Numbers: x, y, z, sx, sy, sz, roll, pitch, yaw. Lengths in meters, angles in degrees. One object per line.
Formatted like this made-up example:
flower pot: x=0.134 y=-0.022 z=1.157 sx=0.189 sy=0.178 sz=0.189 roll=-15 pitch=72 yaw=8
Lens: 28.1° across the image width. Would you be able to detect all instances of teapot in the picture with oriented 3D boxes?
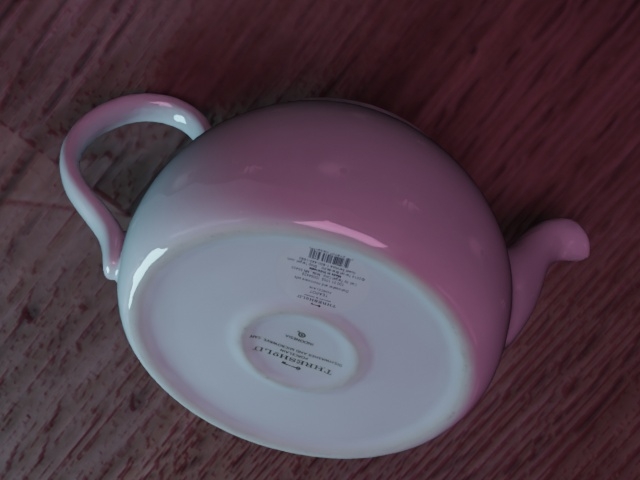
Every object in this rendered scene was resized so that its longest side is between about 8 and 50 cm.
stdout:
teapot: x=0.000 y=0.000 z=0.801 sx=0.253 sy=0.187 sz=0.256 roll=-18 pitch=128 yaw=30
